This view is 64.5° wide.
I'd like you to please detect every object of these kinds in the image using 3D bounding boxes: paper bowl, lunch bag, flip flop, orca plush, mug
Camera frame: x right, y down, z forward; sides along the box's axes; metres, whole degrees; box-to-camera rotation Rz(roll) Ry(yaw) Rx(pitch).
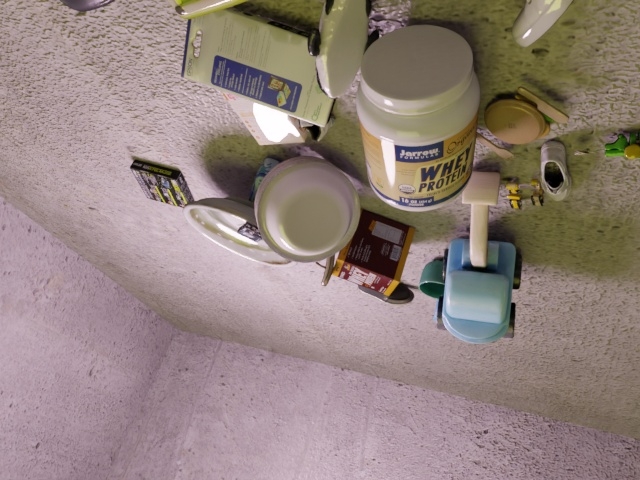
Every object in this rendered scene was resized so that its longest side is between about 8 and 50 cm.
[{"bbox_3d":[-0.032,-0.075,1.366,0.284,0.284,0.148,31,-168,-20],"label":"paper bowl"},{"bbox_3d":[-0.118,-0.148,1.532,0.176,0.090,0.219,22,155,-9],"label":"lunch bag"},{"bbox_3d":[0.000,0.000,1.535,0.080,0.277,0.112,-4,-178,-1],"label":"flip flop"},{"bbox_3d":[0.019,-0.411,0.919,0.102,0.151,0.287,48,159,39],"label":"orca plush"},{"bbox_3d":[0.409,0.127,1.662,0.157,0.097,0.129,11,151,18],"label":"mug"}]

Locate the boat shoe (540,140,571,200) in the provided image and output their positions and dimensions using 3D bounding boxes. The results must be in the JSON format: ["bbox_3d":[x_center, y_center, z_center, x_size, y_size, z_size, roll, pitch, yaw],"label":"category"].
[{"bbox_3d":[0.521,-0.137,1.125,0.066,0.063,0.184,6,150,26],"label":"boat shoe"}]

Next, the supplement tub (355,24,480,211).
[{"bbox_3d":[0.191,-0.229,1.001,0.228,0.228,0.316,11,152,19],"label":"supplement tub"}]

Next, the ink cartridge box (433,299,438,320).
[{"bbox_3d":[0.491,0.252,1.848,0.092,0.090,0.143,24,154,-7],"label":"ink cartridge box"}]

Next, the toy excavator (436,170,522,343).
[{"bbox_3d":[0.425,0.065,1.347,0.222,0.433,0.445,6,177,18],"label":"toy excavator"}]

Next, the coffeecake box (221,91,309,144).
[{"bbox_3d":[-0.126,-0.321,1.230,0.142,0.068,0.185,3,149,31],"label":"coffeecake box"}]

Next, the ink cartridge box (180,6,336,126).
[{"bbox_3d":[-0.117,-0.371,1.060,0.332,0.065,0.165,20,122,0],"label":"ink cartridge box"}]

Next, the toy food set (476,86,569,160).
[{"bbox_3d":[0.403,-0.246,1.044,0.132,0.039,0.192,32,158,-6],"label":"toy food set"}]

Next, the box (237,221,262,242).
[{"bbox_3d":[-0.198,-0.023,1.467,0.067,0.018,0.083,29,159,-18],"label":"box"}]

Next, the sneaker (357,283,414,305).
[{"bbox_3d":[0.237,0.174,1.888,0.222,0.083,0.118,12,152,19],"label":"sneaker"}]

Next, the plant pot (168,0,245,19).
[{"bbox_3d":[-0.169,-0.493,0.786,0.227,0.207,0.228,2,147,34],"label":"plant pot"}]

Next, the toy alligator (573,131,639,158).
[{"bbox_3d":[0.603,-0.188,0.992,0.189,0.056,0.051,9,109,25],"label":"toy alligator"}]

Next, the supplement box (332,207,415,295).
[{"bbox_3d":[0.161,0.035,1.560,0.194,0.191,0.129,20,154,2],"label":"supplement box"}]

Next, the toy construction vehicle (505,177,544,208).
[{"bbox_3d":[0.495,-0.115,1.227,0.086,0.035,0.098,10,151,43],"label":"toy construction vehicle"}]

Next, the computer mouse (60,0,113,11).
[{"bbox_3d":[-0.489,-0.551,1.051,0.272,0.072,0.188,-3,146,39],"label":"computer mouse"}]

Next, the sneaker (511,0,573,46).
[{"bbox_3d":[0.333,-0.416,0.709,0.123,0.106,0.290,27,144,1],"label":"sneaker"}]

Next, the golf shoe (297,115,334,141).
[{"bbox_3d":[-0.028,-0.306,1.173,0.069,0.086,0.176,0,146,38],"label":"golf shoe"}]

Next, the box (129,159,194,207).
[{"bbox_3d":[-0.558,-0.195,1.803,0.184,0.045,0.191,13,152,10],"label":"box"}]

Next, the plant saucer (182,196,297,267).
[{"bbox_3d":[-0.239,-0.044,1.633,0.400,0.101,0.400,20,160,8],"label":"plant saucer"}]
